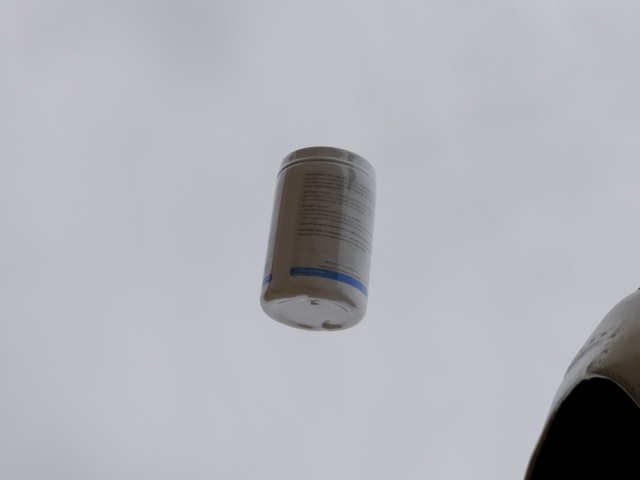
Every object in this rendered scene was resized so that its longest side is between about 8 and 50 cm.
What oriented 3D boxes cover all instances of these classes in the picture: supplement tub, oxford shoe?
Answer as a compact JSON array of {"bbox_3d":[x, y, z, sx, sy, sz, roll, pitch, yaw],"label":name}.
[{"bbox_3d":[0.000,0.000,0.589,0.071,0.071,0.107,-10,-121,31],"label":"supplement tub"},{"bbox_3d":[0.145,0.167,0.473,0.123,0.130,0.348,32,-48,43],"label":"oxford shoe"}]
